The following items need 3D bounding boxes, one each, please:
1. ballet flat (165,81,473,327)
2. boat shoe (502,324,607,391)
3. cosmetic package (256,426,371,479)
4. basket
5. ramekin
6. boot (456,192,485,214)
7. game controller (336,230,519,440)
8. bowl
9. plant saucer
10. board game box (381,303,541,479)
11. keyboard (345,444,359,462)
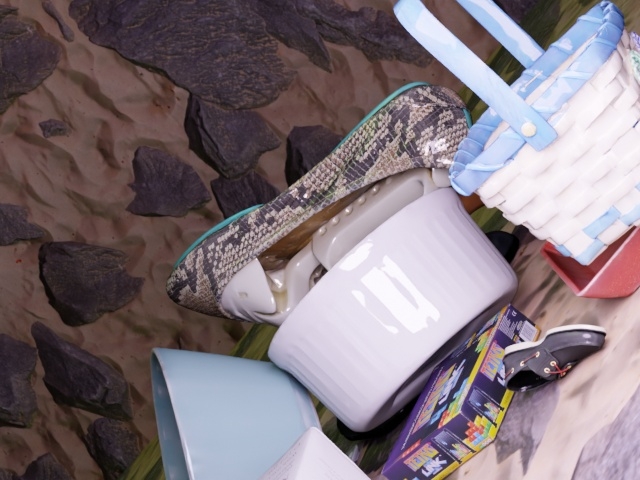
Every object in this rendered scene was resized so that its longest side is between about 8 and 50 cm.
[{"bbox_3d":[0.000,0.000,1.910,0.482,0.164,0.182,-36,53,24],"label":"ballet flat"},{"bbox_3d":[0.212,0.106,1.401,0.133,0.048,0.042,-32,47,55],"label":"boat shoe"},{"bbox_3d":[-0.051,0.348,1.316,0.217,0.156,0.385,-44,6,17],"label":"cosmetic package"},{"bbox_3d":[0.187,-0.139,1.393,0.201,0.289,0.255,-49,7,22],"label":"basket"},{"bbox_3d":[0.088,0.083,1.706,0.277,0.135,0.277,-41,-12,-10],"label":"ramekin"},{"bbox_3d":[0.125,-0.004,1.954,0.283,0.109,0.220,-14,42,38],"label":"boot"},{"bbox_3d":[0.134,0.116,1.941,0.319,0.067,0.166,-54,21,-22],"label":"game controller"},{"bbox_3d":[-0.084,0.260,1.759,0.163,0.312,0.311,-10,-3,-12],"label":"bowl"},{"bbox_3d":[0.325,-0.055,1.486,0.259,0.047,0.258,-52,6,7],"label":"plant saucer"},{"bbox_3d":[0.142,0.161,1.565,0.141,0.048,0.170,-45,8,42],"label":"board game box"},{"bbox_3d":[-0.031,0.346,1.954,0.256,0.014,0.072,-48,7,37],"label":"keyboard"}]
